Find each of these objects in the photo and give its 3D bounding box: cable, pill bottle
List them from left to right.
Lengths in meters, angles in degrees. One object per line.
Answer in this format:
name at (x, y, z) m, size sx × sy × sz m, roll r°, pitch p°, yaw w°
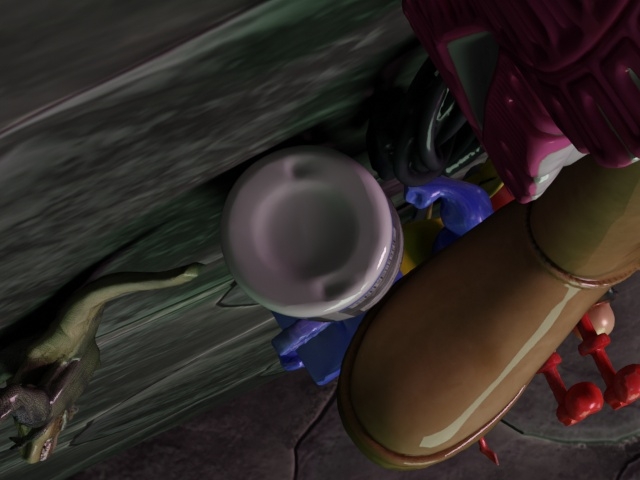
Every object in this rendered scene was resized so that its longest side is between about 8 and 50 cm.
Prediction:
pill bottle at (0.000, 0.000, 0.805) m, size 0.078 × 0.078 × 0.137 m, roll -27°, pitch 174°, yaw 3°
cable at (0.091, -0.072, 0.736) m, size 0.150 × 0.047 × 0.184 m, roll -26°, pitch 173°, yaw -5°

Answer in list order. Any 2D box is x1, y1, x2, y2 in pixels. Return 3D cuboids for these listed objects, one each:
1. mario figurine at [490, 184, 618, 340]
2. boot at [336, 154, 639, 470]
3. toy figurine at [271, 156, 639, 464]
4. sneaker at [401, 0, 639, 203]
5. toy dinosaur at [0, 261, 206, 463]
mario figurine at (0.235, -0.003, 1.272) m, size 0.320 × 0.170 × 0.198 m, roll -33°, pitch 141°, yaw -17°
boot at (0.117, -0.012, 0.769) m, size 0.236 × 0.089 × 0.269 m, roll -45°, pitch 175°, yaw -20°
toy figurine at (0.080, 0.042, 1.030) m, size 0.217 × 0.191 × 0.362 m, roll -16°, pitch 168°, yaw -34°
sneaker at (0.096, -0.085, 0.482) m, size 0.111 × 0.103 × 0.252 m, roll -30°, pitch 180°, yaw -4°
toy dinosaur at (-0.154, 0.074, 0.879) m, size 0.118 × 0.064 × 0.268 m, roll -31°, pitch 174°, yaw -30°
